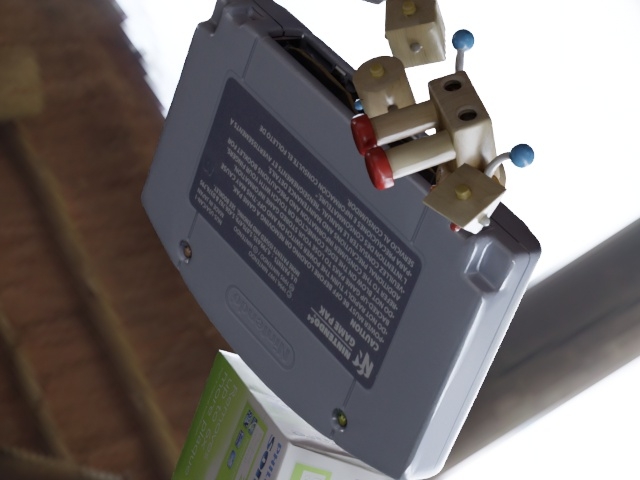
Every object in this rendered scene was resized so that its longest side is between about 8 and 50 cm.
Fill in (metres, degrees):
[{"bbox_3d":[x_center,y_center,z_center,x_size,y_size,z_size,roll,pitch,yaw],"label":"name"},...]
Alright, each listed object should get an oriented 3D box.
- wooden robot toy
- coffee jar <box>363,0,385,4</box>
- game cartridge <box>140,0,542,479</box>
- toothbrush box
[{"bbox_3d":[0.060,-0.044,0.932,0.173,0.076,0.079,-110,-2,-45],"label":"wooden robot toy"},{"bbox_3d":[0.037,-0.244,1.150,0.079,0.184,0.096,22,180,34],"label":"coffee jar"},{"bbox_3d":[0.000,0.000,1.139,0.060,0.196,0.294,-5,-140,-43],"label":"game cartridge"},{"bbox_3d":[-0.045,0.244,1.673,0.122,0.206,0.283,18,-172,-20],"label":"toothbrush box"}]
